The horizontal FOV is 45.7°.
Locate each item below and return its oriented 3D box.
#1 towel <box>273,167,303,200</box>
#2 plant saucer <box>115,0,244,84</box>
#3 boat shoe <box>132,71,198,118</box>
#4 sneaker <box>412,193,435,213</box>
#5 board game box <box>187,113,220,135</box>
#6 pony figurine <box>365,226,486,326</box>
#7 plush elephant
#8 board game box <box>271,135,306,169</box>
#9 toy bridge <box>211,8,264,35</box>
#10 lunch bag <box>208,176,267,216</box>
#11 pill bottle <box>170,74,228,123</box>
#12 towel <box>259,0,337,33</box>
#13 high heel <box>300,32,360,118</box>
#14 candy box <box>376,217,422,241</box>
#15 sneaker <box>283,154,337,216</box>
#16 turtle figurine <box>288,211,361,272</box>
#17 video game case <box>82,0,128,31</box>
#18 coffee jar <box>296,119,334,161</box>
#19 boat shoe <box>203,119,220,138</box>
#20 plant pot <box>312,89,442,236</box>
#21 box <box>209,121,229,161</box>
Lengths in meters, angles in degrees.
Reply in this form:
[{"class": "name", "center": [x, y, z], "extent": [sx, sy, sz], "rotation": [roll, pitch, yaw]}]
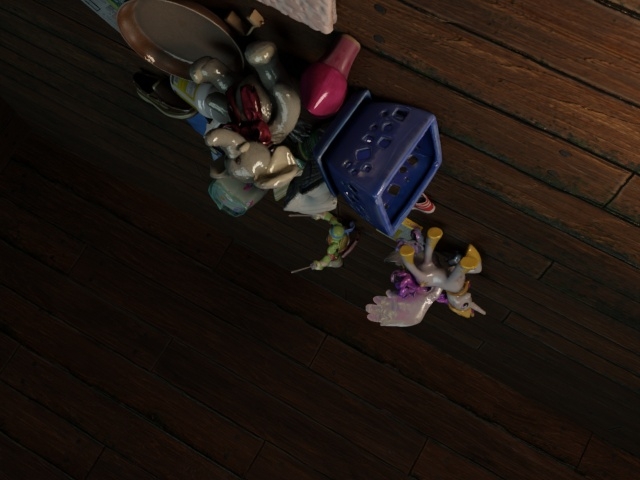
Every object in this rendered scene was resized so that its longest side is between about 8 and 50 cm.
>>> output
[{"class": "towel", "center": [-0.106, -0.182, 2.447], "extent": [0.023, 0.113, 0.152], "rotation": [56, 171, 10]}, {"class": "plant saucer", "center": [-0.318, -0.472, 1.763], "extent": [0.310, 0.050, 0.310], "rotation": [16, 161, 6]}, {"class": "boat shoe", "center": [-0.480, -0.448, 2.316], "extent": [0.257, 0.095, 0.095], "rotation": [24, 159, 27]}, {"class": "sneaker", "center": [0.251, -0.110, 2.083], "extent": [0.118, 0.042, 0.067], "rotation": [12, 162, 32]}, {"class": "board game box", "center": [-0.383, -0.392, 2.435], "extent": [0.133, 0.033, 0.169], "rotation": [18, 154, 45]}, {"class": "pony figurine", "center": [0.327, 0.112, 2.294], "extent": [0.351, 0.303, 0.363], "rotation": [11, 149, 18]}, {"class": "plush elephant", "center": [-0.166, -0.251, 1.738], "extent": [0.271, 0.255, 0.330], "rotation": [3, 152, 39]}, {"class": "board game box", "center": [-0.052, -0.244, 2.100], "extent": [0.259, 0.136, 0.030], "rotation": [28, 124, 6]}, {"class": "toy bridge", "center": [-0.187, -0.487, 1.708], "extent": [0.188, 0.026, 0.063], "rotation": [16, 162, 45]}, {"class": "lunch bag", "center": [-0.237, -0.196, 2.418], "extent": [0.160, 0.223, 0.262], "rotation": [37, 167, -4]}, {"class": "pill bottle", "center": [-0.293, -0.390, 1.973], "extent": [0.208, 0.119, 0.119], "rotation": [41, 176, 39]}, {"class": "towel", "center": [-0.112, -0.530, 1.351], "extent": [0.331, 0.053, 0.317], "rotation": [29, 167, 9]}, {"class": "high heel", "center": [-0.016, -0.304, 1.669], "extent": [0.127, 0.181, 0.377], "rotation": [30, 166, 1]}, {"class": "candy box", "center": [0.245, -0.037, 2.384], "extent": [0.105, 0.027, 0.206], "rotation": [28, 166, -3]}, {"class": "sneaker", "center": [0.000, -0.138, 1.992], "extent": [0.129, 0.111, 0.297], "rotation": [18, 164, -14]}, {"class": "turtle figurine", "center": [0.000, 0.000, 2.686], "extent": [0.198, 0.274, 0.266], "rotation": [62, 180, 17]}, {"class": "video game case", "center": [-0.482, -0.587, 1.954], "extent": [0.329, 0.036, 0.300], "rotation": [39, 164, -28]}, {"class": "coffee jar", "center": [0.007, -0.256, 1.967], "extent": [0.079, 0.096, 0.184], "rotation": [69, 159, -4]}, {"class": "boat shoe", "center": [-0.339, -0.359, 2.371], "extent": [0.035, 0.035, 0.100], "rotation": [44, 123, -7]}, {"class": "plant pot", "center": [0.123, -0.185, 1.720], "extent": [0.212, 0.236, 0.236], "rotation": [31, 168, 23]}, {"class": "box", "center": [-0.194, -0.292, 1.968], "extent": [0.044, 0.233, 0.159], "rotation": [35, 166, 8]}]
